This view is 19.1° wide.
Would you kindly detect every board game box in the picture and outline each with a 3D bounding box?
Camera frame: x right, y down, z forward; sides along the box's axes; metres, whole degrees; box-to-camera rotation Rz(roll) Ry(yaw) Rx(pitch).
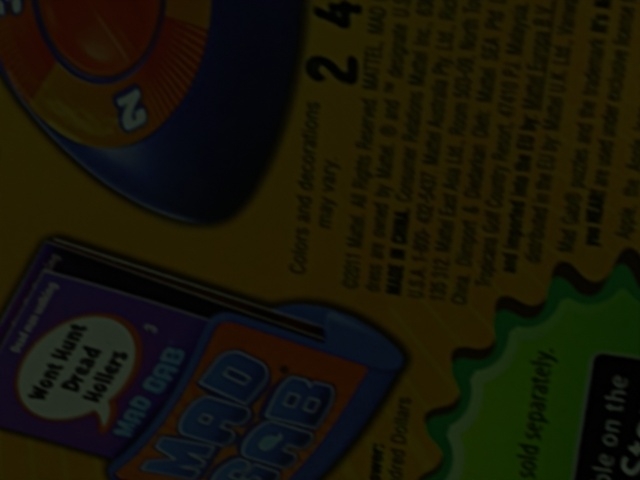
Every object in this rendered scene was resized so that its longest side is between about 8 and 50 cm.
[{"bbox_3d":[-0.035,-0.146,0.591,0.356,0.356,0.356,-64,161,-65],"label":"board game box"}]
